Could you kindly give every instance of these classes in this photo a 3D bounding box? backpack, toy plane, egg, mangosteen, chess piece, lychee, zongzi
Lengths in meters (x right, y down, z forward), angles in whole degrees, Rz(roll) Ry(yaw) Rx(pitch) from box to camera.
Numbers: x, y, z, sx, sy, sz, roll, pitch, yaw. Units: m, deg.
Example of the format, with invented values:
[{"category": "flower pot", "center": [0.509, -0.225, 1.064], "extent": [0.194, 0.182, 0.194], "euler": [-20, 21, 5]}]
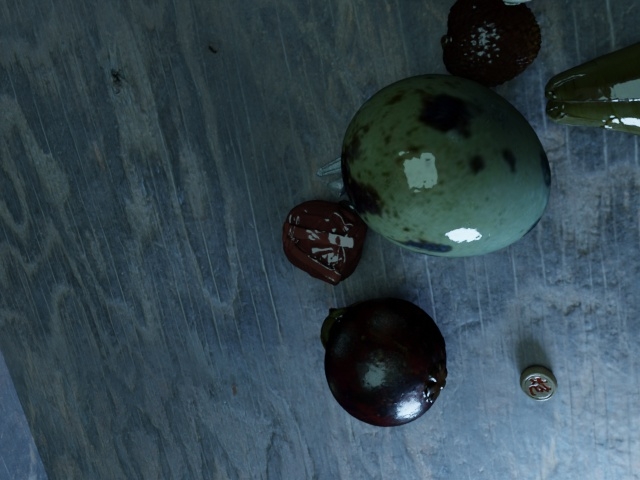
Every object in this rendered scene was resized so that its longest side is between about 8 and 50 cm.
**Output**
[{"category": "backpack", "center": [0.001, -0.001, 1.233], "extent": [0.229, 0.139, 0.229], "euler": [10, 114, 23]}, {"category": "toy plane", "center": [0.127, -0.209, 1.153], "extent": [0.212, 0.088, 0.267], "euler": [29, 107, 12]}, {"category": "egg", "center": [0.249, -0.137, 0.964], "extent": [0.428, 0.345, 0.345], "euler": [19, 115, -8]}, {"category": "mangosteen", "center": [0.132, 0.283, 1.190], "extent": [0.360, 0.306, 0.306], "euler": [10, 111, 42]}, {"category": "chess piece", "center": [0.524, 0.343, 1.174], "extent": [0.084, 0.038, 0.083], "euler": [6, 107, 21]}, {"category": "lychee", "center": [0.326, -0.390, 0.950], "extent": [0.194, 0.194, 0.194], "euler": [7, 109, 21]}, {"category": "zongzi", "center": [0.596, -0.212, 0.917], "extent": [0.274, 0.145, 0.300], "euler": [-16, 106, 31]}]

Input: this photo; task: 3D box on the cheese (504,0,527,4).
[{"category": "cheese", "center": [0.315, -0.533, 0.873], "extent": [0.266, 0.233, 0.127], "euler": [17, 143, 16]}]
